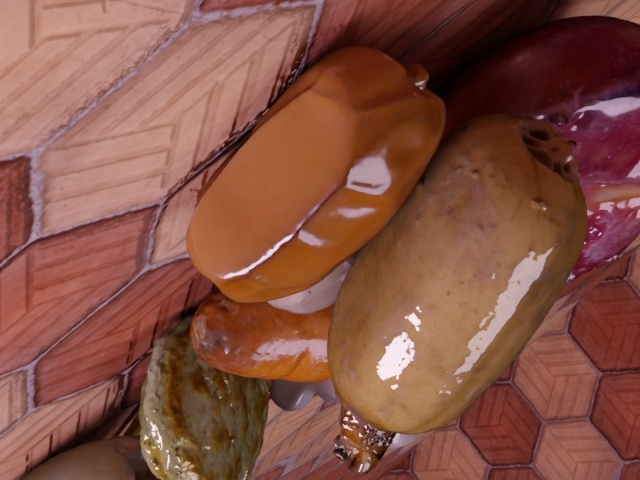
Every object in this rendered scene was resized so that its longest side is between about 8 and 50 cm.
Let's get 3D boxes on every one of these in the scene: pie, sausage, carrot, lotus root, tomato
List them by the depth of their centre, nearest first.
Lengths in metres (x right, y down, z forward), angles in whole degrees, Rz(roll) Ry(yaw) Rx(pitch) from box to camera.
[{"bbox_3d":[-0.003,-0.047,1.145,0.136,0.120,0.241,-13,151,-53],"label":"sausage"},{"bbox_3d":[0.092,0.048,1.227,0.343,0.151,0.169,-56,-163,22],"label":"lotus root"},{"bbox_3d":[0.192,-0.098,1.398,0.289,0.176,0.335,-5,147,-27],"label":"tomato"},{"bbox_3d":[-0.024,0.074,1.452,0.225,0.159,0.159,-13,152,-46],"label":"carrot"},{"bbox_3d":[-0.118,0.169,1.514,0.090,0.201,0.248,-2,177,19],"label":"pie"}]

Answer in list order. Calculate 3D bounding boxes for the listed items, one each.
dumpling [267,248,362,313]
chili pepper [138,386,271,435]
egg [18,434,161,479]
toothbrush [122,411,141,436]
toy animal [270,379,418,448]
[{"bbox_3d":[0.000,0.000,1.318,0.199,0.118,0.136,-32,160,34],"label":"dumpling"},{"bbox_3d":[-0.140,0.194,1.740,0.169,0.065,0.088,-31,-168,-1],"label":"chili pepper"},{"bbox_3d":[-0.237,0.364,1.560,0.336,0.278,0.278,-42,166,18],"label":"egg"},{"bbox_3d":[-0.205,0.205,1.673,0.021,0.024,0.288,-27,161,-47],"label":"toothbrush"},{"bbox_3d":[0.105,0.097,1.768,0.367,0.196,0.241,1,111,-63],"label":"toy animal"}]
